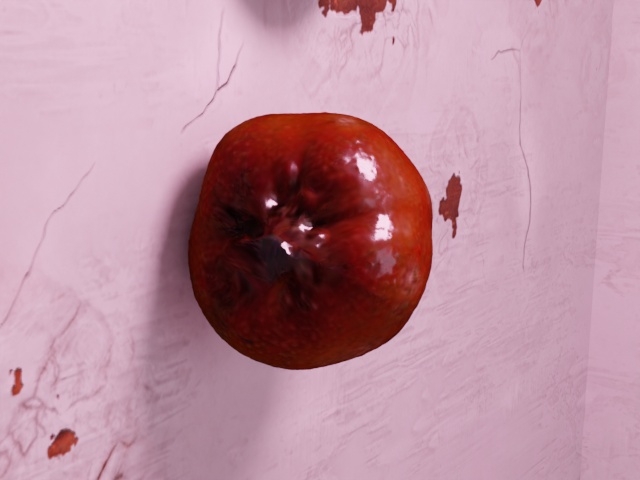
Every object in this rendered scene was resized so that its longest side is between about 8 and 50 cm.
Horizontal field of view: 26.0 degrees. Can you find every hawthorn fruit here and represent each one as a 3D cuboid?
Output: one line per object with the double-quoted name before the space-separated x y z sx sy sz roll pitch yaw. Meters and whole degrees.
"hawthorn fruit" 0.001 -0.008 1.540 0.311 0.295 0.295 -38 129 -54
